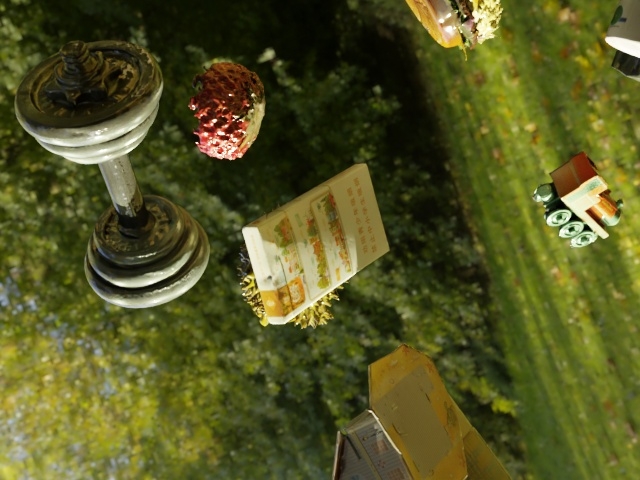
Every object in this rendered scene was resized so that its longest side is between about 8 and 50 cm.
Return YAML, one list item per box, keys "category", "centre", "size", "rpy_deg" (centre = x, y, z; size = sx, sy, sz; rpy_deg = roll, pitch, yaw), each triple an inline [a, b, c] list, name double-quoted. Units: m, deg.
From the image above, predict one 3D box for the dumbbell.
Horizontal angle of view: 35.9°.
- category: "dumbbell"
  centre: [-0.255, -0.077, 1.256]
  size: [0.406, 0.179, 0.179]
  rpy_deg: [80, 172, -45]

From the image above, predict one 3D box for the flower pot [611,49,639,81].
- category: "flower pot"
  centre: [0.576, -0.320, 1.704]
  size: [0.157, 0.107, 0.157]
  rpy_deg: [25, -162, -8]

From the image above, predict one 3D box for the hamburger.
- category: "hamburger"
  centre: [0.230, -0.462, 1.785]
  size: [0.262, 0.138, 0.243]
  rpy_deg: [54, -176, -35]

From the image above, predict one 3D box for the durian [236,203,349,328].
- category: "durian"
  centre: [-0.048, 0.041, 1.950]
  size: [0.258, 0.258, 0.293]
  rpy_deg: [69, 155, 14]

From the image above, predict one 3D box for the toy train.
- category: "toy train"
  centre: [0.417, -0.057, 1.568]
  size: [0.176, 0.118, 0.074]
  rpy_deg: [32, -146, -42]

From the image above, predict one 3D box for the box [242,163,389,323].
- category: "box"
  centre: [0.001, 0.000, 1.184]
  size: [0.220, 0.032, 0.122]
  rpy_deg: [-32, -66, -46]

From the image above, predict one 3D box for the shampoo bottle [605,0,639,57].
- category: "shampoo bottle"
  centre: [0.453, -0.380, 1.232]
  size: [0.092, 0.092, 0.303]
  rpy_deg: [-110, 39, -82]

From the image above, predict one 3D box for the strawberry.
- category: "strawberry"
  centre: [-0.128, -0.183, 1.395]
  size: [0.145, 0.086, 0.145]
  rpy_deg: [20, -90, -79]

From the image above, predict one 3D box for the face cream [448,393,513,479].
- category: "face cream"
  centre: [0.253, 0.410, 1.672]
  size: [0.285, 0.139, 0.067]
  rpy_deg: [54, 148, 2]

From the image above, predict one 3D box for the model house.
- category: "model house"
  centre: [0.092, 0.268, 1.367]
  size: [0.207, 0.135, 0.219]
  rpy_deg: [60, -152, 1]
